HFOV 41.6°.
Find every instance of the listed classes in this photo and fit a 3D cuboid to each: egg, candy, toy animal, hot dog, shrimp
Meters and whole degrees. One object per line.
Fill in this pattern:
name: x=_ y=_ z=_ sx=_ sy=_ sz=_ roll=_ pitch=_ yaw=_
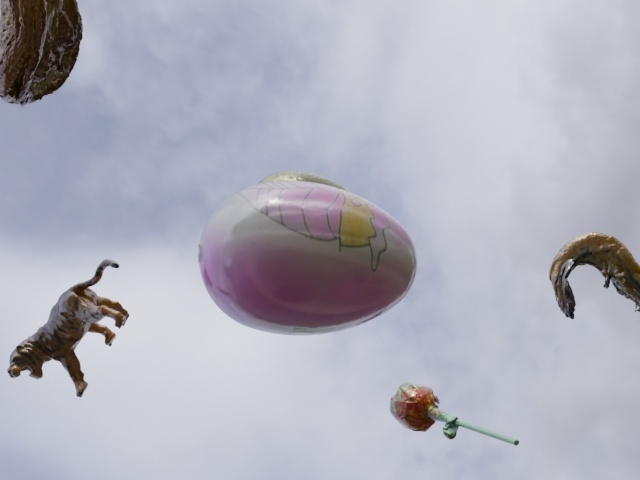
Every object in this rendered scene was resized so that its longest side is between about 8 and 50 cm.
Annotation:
egg: x=-0.013 y=0.021 z=1.037 sx=0.271 sy=0.196 sz=0.196 roll=-2 pitch=-63 yaw=-3
candy: x=0.215 y=0.288 z=1.345 sx=0.084 sy=0.287 sz=0.078 roll=16 pitch=-95 yaw=-31
toy animal: x=-0.321 y=0.096 z=1.137 sx=0.116 sy=0.114 sz=0.255 roll=30 pitch=-56 yaw=-9
hot dog: x=-0.292 y=-0.207 z=0.857 sx=0.099 sy=0.065 sz=0.147 roll=-35 pitch=-42 yaw=-73
shrimp: x=0.471 y=0.087 z=1.373 sx=0.152 sy=0.219 sz=0.046 roll=-38 pitch=-22 yaw=-6

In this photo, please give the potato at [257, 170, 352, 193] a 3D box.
potato: x=0.000 y=0.000 z=1.233 sx=0.248 sy=0.143 sz=0.169 roll=38 pitch=-121 yaw=-9
